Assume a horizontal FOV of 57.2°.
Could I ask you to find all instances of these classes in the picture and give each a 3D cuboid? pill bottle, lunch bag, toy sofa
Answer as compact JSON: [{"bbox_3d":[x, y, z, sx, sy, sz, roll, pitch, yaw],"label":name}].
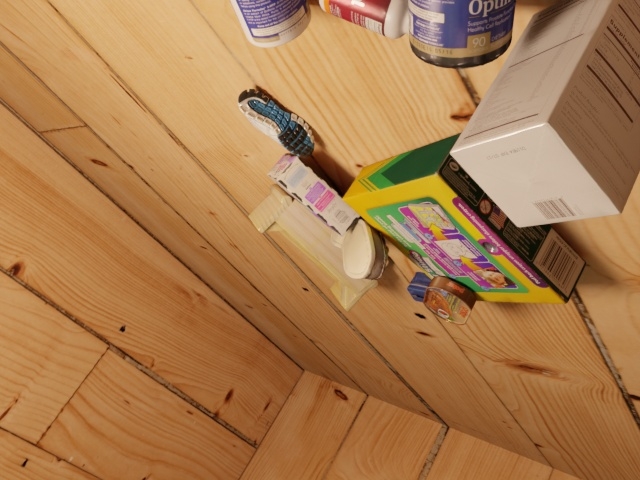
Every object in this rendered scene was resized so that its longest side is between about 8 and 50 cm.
[{"bbox_3d":[0.081,-0.325,0.787,0.151,0.086,0.086,27,158,14],"label":"pill bottle"},{"bbox_3d":[-0.090,-0.389,0.853,0.111,0.112,0.187,20,156,29],"label":"pill bottle"},{"bbox_3d":[0.155,-0.313,0.637,0.122,0.123,0.219,21,143,28],"label":"pill bottle"},{"bbox_3d":[0.277,0.129,1.508,0.098,0.065,0.067,9,148,47],"label":"lunch bag"},{"bbox_3d":[0.000,0.000,1.554,0.362,0.177,0.150,43,-179,-23],"label":"toy sofa"}]

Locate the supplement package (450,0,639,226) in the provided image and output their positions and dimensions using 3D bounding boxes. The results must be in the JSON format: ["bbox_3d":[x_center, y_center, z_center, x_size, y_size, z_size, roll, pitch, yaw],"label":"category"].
[{"bbox_3d":[0.281,-0.154,0.654,0.134,0.244,0.139,42,158,-20],"label":"supplement package"}]

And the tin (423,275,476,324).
[{"bbox_3d":[0.282,0.133,1.285,0.106,0.040,0.190,32,163,16],"label":"tin"}]

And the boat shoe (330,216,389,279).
[{"bbox_3d":[0.102,0.014,1.325,0.096,0.117,0.324,21,-169,-15],"label":"boat shoe"}]

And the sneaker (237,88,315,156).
[{"bbox_3d":[-0.093,-0.245,1.247,0.190,0.071,0.083,39,171,-8],"label":"sneaker"}]

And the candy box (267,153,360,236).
[{"bbox_3d":[-0.018,-0.107,1.338,0.196,0.070,0.165,40,180,-17],"label":"candy box"}]

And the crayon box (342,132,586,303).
[{"bbox_3d":[0.267,-0.022,1.143,0.363,0.106,0.313,41,161,-19],"label":"crayon box"}]
